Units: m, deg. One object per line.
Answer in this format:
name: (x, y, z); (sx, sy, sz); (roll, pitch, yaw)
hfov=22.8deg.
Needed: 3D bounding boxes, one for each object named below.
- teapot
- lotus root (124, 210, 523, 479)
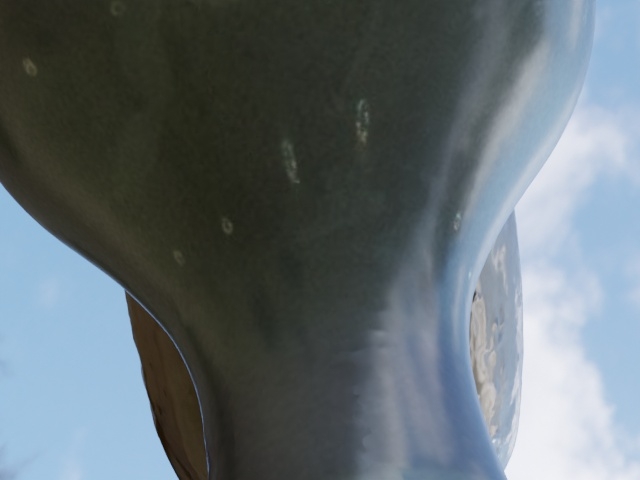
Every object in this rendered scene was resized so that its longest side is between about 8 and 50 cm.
teapot: (0.000, 0.008, 0.415); (0.183, 0.251, 0.183); (-9, -28, -5)
lotus root: (0.000, 0.000, 0.640); (0.146, 0.160, 0.284); (-159, -120, -67)
